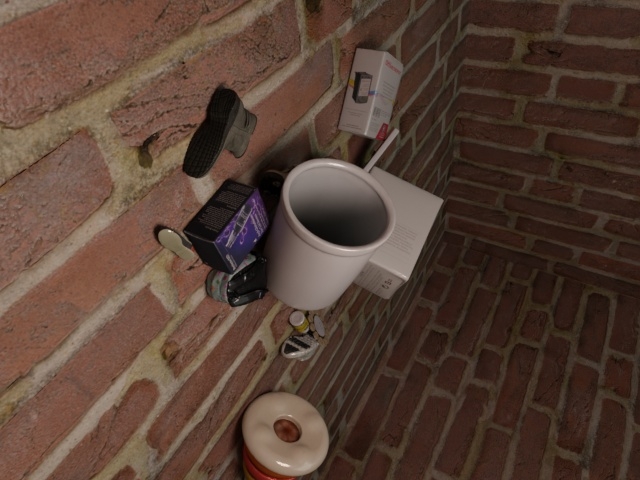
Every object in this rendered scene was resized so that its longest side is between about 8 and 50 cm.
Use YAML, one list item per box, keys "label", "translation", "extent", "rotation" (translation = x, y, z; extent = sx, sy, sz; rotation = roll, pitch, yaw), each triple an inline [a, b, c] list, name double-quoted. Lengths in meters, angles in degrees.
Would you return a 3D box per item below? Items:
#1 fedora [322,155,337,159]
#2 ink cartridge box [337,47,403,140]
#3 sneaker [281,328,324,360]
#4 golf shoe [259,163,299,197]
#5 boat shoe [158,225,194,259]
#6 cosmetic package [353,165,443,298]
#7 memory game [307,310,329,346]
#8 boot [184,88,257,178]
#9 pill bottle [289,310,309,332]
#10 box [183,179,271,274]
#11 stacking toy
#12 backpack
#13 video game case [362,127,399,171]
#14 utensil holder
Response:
- label: "fedora"
  translation: [0.000, -0.224, 1.635]
  extent: [0.194, 0.079, 0.194]
  rotation: [-33, 133, -45]
- label: "ink cartridge box"
  translation: [0.198, -0.559, 1.748]
  extent: [0.226, 0.131, 0.305]
  rotation: [-9, 114, -62]
- label: "sneaker"
  translation: [-0.080, 0.471, 1.929]
  extent: [0.292, 0.110, 0.118]
  rotation: [1, 115, -63]
- label: "golf shoe"
  translation: [-0.112, -0.192, 1.440]
  extent: [0.273, 0.106, 0.120]
  rotation: [22, 66, -66]
- label: "boat shoe"
  translation: [-0.357, 0.000, 1.111]
  extent: [0.137, 0.049, 0.043]
  rotation: [58, 13, -56]
- label: "cosmetic package"
  translation: [0.253, -0.024, 1.887]
  extent: [0.393, 0.328, 0.329]
  rotation: [-62, 175, -21]
- label: "memory game"
  translation: [-0.008, 0.380, 1.979]
  extent: [0.186, 0.012, 0.186]
  rotation: [55, 21, -33]
- label: "boot"
  translation: [-0.238, -0.245, 1.146]
  extent: [0.246, 0.084, 0.161]
  rotation: [-66, 160, -8]
- label: "pill bottle"
  translation: [-0.084, 0.344, 1.868]
  extent: [0.065, 0.065, 0.116]
  rotation: [-61, 153, -22]
- label: "box"
  translation: [-0.248, -0.037, 1.227]
  extent: [0.207, 0.108, 0.153]
  rotation: [-58, 152, -27]
- label: "stacking toy"
  translation: [-0.205, 0.885, 1.804]
  extent: [0.351, 0.351, 0.479]
  rotation: [-26, 146, -57]
- label: "backpack"
  translation: [-0.246, 0.122, 1.334]
  extent: [0.182, 0.115, 0.151]
  rotation: [-34, 124, -51]
- label: "video game case"
  translation: [0.237, -0.361, 1.912]
  extent: [0.226, 0.026, 0.206]
  rotation: [-52, -178, -4]
- label: "utensil holder"
  translation: [0.000, 0.000, 1.369]
  extent: [0.327, 0.328, 0.385]
  rotation: [-49, 171, -39]
